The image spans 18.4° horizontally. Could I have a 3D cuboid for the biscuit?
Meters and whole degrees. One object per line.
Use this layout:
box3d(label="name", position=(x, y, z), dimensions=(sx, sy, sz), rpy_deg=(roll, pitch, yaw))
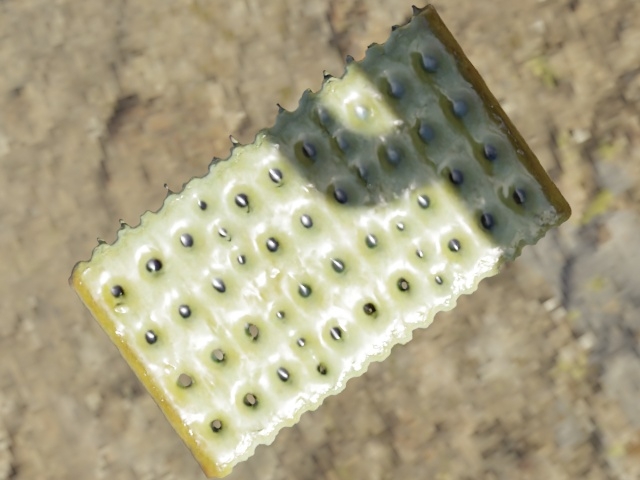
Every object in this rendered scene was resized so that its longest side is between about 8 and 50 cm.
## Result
box3d(label="biscuit", position=(0.000, 0.000, 0.993), dimensions=(0.139, 0.231, 0.016), rpy_deg=(55, 175, -7))
